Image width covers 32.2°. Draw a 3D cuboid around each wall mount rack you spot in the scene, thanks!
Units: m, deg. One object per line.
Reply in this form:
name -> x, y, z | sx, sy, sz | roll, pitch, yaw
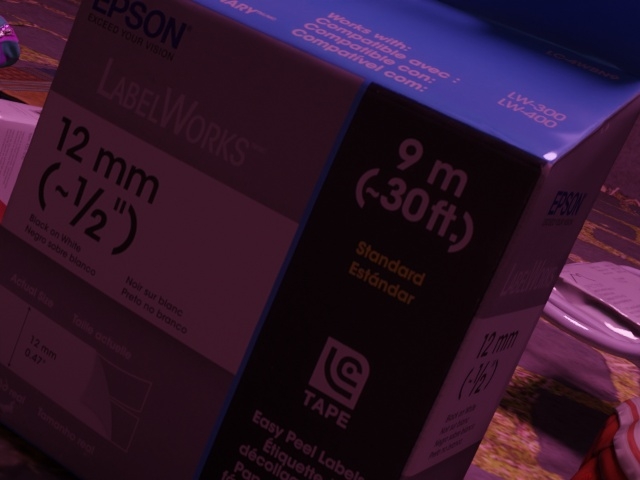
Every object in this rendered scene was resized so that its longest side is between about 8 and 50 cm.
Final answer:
wall mount rack -> 0.202, 0.076, 0.977 | 0.304, 0.130, 0.350 | 34, 17, 27

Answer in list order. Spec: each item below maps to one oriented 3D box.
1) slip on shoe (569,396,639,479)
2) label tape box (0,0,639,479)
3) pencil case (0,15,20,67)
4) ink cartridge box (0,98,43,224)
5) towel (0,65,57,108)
slip on shoe -> 0.188, 0.163, 0.642 | 0.123, 0.101, 0.331 | 50, 10, 17
label tape box -> -0.011, -0.029, 0.532 | 0.249, 0.347, 0.115 | 28, 15, 24
pencil case -> -0.370, -0.185, 1.105 | 0.064, 0.070, 0.152 | 62, 34, -10
ink cartridge box -> -0.208, -0.046, 0.821 | 0.056, 0.099, 0.135 | 32, 15, 38
towel -> -0.209, -0.114, 1.233 | 0.370, 0.040, 0.271 | 26, 14, 19
